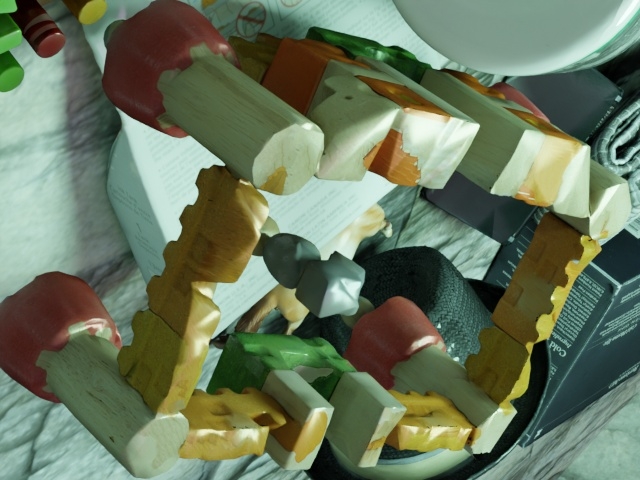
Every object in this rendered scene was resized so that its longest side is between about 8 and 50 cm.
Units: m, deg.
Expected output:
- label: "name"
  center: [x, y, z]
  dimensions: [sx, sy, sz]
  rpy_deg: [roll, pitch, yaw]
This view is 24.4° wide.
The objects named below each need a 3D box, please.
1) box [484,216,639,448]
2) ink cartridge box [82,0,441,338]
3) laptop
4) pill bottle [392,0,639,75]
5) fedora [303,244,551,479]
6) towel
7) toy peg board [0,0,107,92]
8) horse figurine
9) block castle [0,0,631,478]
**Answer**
- label: "box"
  center: [0.380, 0.084, 2.143]
  dimensions: [0.343, 0.179, 0.312]
  rpy_deg: [-21, 143, -47]
- label: "ink cartridge box"
  center: [-0.050, -0.147, 1.198]
  dimensions: [0.308, 0.091, 0.385]
  rpy_deg: [-39, 138, -21]
- label: "laptop"
  center: [0.243, -0.125, 1.791]
  dimensions: [0.234, 0.136, 0.264]
  rpy_deg: [-53, -178, 11]
- label: "pill bottle"
  center: [0.180, -0.235, 1.182]
  dimensions: [0.204, 0.204, 0.361]
  rpy_deg: [-56, 172, 15]
- label: "fedora"
  center: [0.088, 0.120, 1.610]
  dimensions: [0.334, 0.334, 0.152]
  rpy_deg: [-40, 128, -21]
- label: "towel"
  center: [0.413, -0.124, 1.878]
  dimensions: [0.283, 0.121, 0.235]
  rpy_deg: [-40, 175, -23]
- label: "toy peg board"
  center: [-0.163, -0.174, 0.877]
  dimensions: [0.160, 0.079, 0.161]
  rpy_deg: [-30, 155, -21]
- label: "horse figurine"
  center: [-0.003, 0.019, 1.514]
  dimensions: [0.263, 0.066, 0.174]
  rpy_deg: [-46, 164, -14]
- label: "block castle"
  center: [0.000, 0.000, 1.122]
  dimensions: [0.453, 0.213, 0.303]
  rpy_deg: [6, 115, -47]
